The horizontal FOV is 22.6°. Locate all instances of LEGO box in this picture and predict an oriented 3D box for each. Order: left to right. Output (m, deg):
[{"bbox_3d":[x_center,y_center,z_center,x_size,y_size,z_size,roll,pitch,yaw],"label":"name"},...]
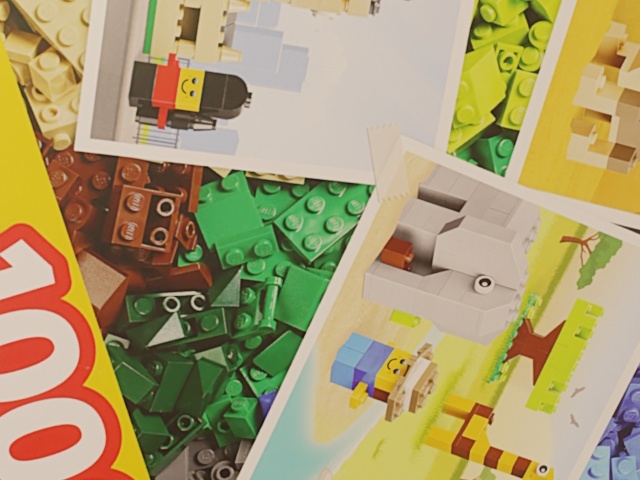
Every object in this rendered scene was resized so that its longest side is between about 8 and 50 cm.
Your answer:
[{"bbox_3d":[0.024,-0.066,0.696,0.372,0.193,0.500,14,104,-15],"label":"LEGO box"}]
